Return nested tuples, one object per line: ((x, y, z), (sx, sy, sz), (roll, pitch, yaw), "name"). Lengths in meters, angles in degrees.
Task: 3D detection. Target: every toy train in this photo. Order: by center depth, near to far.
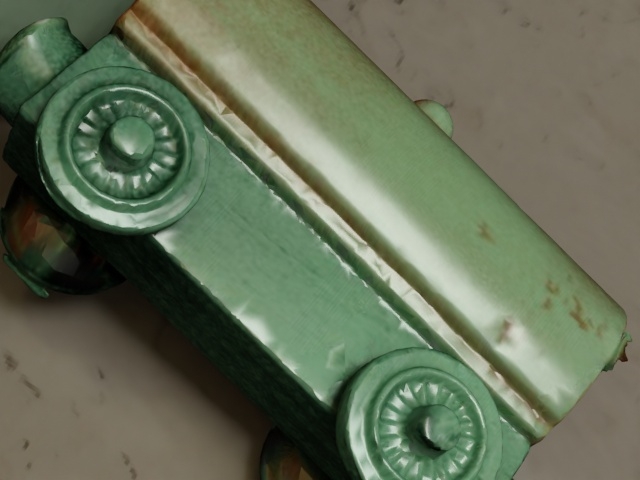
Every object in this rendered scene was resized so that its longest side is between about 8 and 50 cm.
((0.000, 0.000, 0.530), (0.285, 0.116, 0.177), (44, 62, -1), "toy train")

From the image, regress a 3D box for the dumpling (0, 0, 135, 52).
((-0.142, -0.143, 0.567), (0.216, 0.105, 0.149), (16, 61, -41), "dumpling")
